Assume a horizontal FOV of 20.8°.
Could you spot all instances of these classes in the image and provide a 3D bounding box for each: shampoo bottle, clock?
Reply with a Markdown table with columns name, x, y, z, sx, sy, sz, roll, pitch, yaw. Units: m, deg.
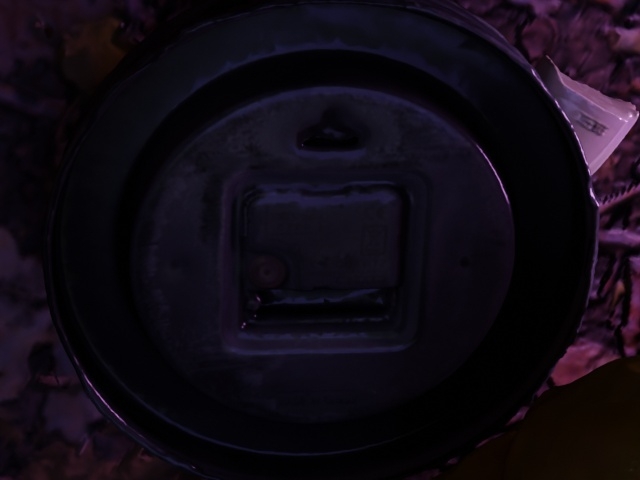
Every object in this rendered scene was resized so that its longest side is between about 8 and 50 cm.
| name | x | y | z | sx | sy | sz | roll | pitch | yaw |
| --- | --- | --- | --- | --- | --- | --- | --- | --- | --- |
| shampoo bottle | 0.079 | -0.011 | 0.761 | 0.049 | 0.034 | 0.141 | 22 | 111 | -32 |
| clock | 0.000 | 0.000 | 0.713 | 0.226 | 0.049 | 0.226 | -3 | 116 | -5 |

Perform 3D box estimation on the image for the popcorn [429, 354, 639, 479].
| name | x | y | z | sx | sy | sz | roll | pitch | yaw |
| --- | --- | --- | --- | --- | --- | --- | --- | --- | --- |
| popcorn | 0.138 | 0.173 | 0.740 | 0.294 | 0.334 | 0.292 | 8 | 98 | 24 |
